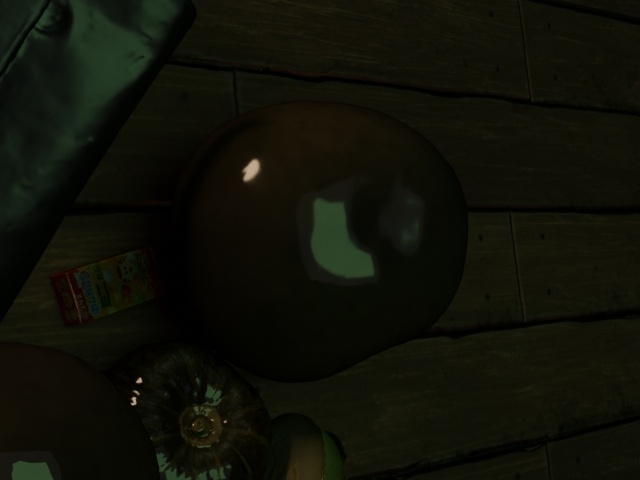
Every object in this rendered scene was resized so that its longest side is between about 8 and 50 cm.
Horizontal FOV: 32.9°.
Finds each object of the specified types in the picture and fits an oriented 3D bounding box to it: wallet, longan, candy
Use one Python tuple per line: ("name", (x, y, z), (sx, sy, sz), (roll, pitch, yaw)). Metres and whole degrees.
("wallet", (-0.316, -0.129, 1.075), (0.228, 0.062, 0.406), (34, 83, -25))
("longan", (-0.291, 0.241, 0.992), (0.297, 0.297, 0.297), (9, 76, -41))
("candy", (-0.241, 0.051, 1.241), (0.122, 0.038, 0.062), (-20, 96, -43))
("longan", (0.000, 0.000, 1.277), (0.361, 0.361, 0.361), (9, 76, -41))

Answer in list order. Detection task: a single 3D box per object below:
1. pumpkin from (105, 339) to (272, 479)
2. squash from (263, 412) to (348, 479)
("pumpkin", (-0.161, 0.221, 1.216), (0.219, 0.162, 0.219), (18, 49, -22))
("squash", (-0.064, 0.300, 1.234), (0.041, 0.219, 0.219), (44, 56, -28))
